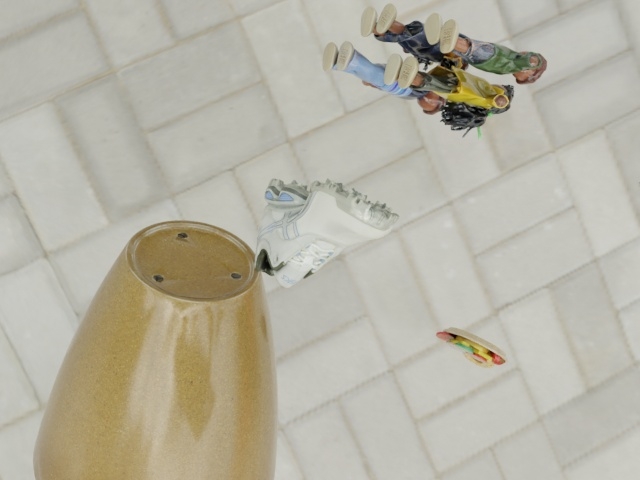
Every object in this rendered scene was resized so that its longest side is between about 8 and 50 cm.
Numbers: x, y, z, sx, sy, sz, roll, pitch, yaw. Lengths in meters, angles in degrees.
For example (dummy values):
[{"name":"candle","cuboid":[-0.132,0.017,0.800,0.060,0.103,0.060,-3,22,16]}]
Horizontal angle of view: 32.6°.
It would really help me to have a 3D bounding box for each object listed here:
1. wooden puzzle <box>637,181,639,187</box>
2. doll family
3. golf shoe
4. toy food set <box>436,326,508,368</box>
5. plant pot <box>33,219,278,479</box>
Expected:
[{"name":"wooden puzzle","cuboid":[0.316,-0.019,1.000,0.006,0.049,0.083,-36,91,30]},{"name":"doll family","cuboid":[0.087,-0.125,0.813,0.111,0.193,0.076,12,103,-33]},{"name":"golf shoe","cuboid":[0.000,0.000,0.844,0.069,0.176,0.086,24,82,-21]},{"name":"toy food set","cuboid":[0.171,0.121,1.228,0.082,0.083,0.020,30,81,-15]},{"name":"plant pot","cuboid":[-0.134,0.118,1.007,0.237,0.237,0.254,2,127,-18]}]
